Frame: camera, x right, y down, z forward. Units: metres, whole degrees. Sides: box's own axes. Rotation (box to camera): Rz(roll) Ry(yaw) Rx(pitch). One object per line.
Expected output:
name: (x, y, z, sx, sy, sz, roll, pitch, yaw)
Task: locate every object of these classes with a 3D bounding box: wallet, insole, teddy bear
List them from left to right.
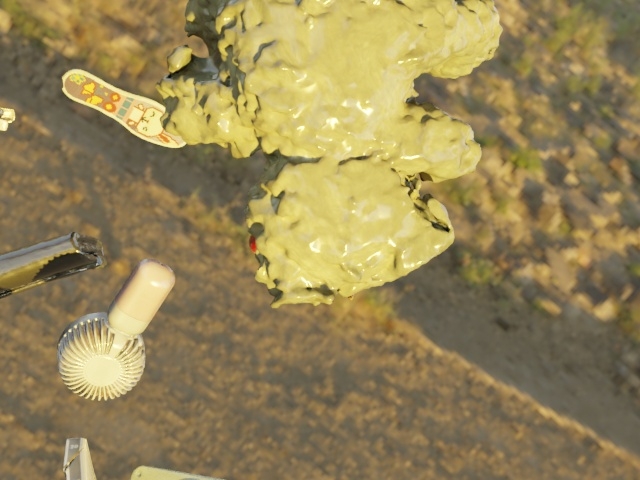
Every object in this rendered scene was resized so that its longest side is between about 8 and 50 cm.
wallet: (-0.564, 0.078, 2.135, 0.228, 0.406, 0.062, 70, 2, -84)
insole: (-0.273, -0.186, 1.824, 0.197, 0.065, 0.004, 28, 34, -17)
teddy bear: (0.001, -0.111, 1.367, 0.357, 0.367, 0.224, 6, 1, 3)

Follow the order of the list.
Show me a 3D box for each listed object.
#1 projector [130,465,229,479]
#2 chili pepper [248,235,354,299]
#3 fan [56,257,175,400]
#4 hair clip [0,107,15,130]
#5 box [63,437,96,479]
projector: (-0.179, 0.468, 1.863, 0.259, 0.257, 0.079, 4, -11, 24)
chili pepper: (0.000, -0.007, 1.974, 0.092, 0.137, 0.368, 19, 1, -25)
fan: (-0.293, 0.129, 1.905, 0.130, 0.244, 0.074, 28, 19, -23)
hair clip: (-0.522, -0.185, 1.751, 0.214, 0.062, 0.056, 10, 22, -9)
box: (-0.273, 0.339, 1.507, 0.029, 0.109, 0.198, -9, 42, -6)
